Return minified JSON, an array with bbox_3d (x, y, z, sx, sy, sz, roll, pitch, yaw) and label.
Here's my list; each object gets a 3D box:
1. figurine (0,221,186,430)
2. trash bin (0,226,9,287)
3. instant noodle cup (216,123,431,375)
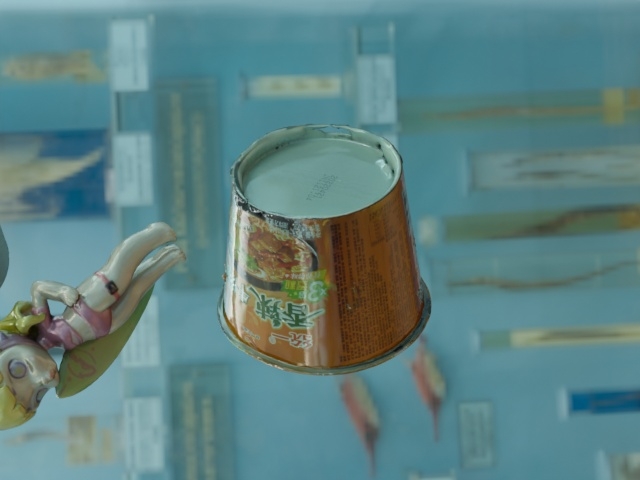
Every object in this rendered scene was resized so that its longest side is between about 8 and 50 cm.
[{"bbox_3d":[-0.168,0.054,0.951,0.083,0.187,0.083,46,168,13],"label":"figurine"},{"bbox_3d":[-0.382,0.011,1.244,0.121,0.243,0.247,58,168,14],"label":"trash bin"},{"bbox_3d":[0.000,0.000,1.533,0.230,0.230,0.182,-100,5,-52],"label":"instant noodle cup"}]
